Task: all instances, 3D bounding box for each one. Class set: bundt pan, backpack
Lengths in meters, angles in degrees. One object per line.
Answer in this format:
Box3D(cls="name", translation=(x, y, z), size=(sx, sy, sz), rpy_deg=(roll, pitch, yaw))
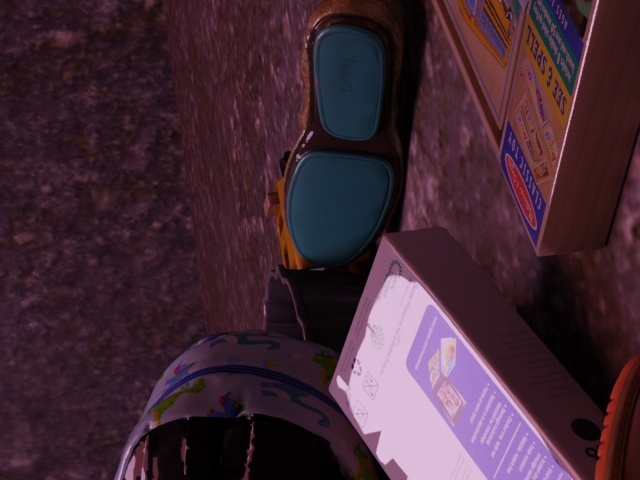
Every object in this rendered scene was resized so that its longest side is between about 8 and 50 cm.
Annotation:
Box3D(cls="bundt pan", translation=(0.028, 0.183, 1.695), size=(0.331, 0.124, 0.331), rpy_deg=(174, 90, -79))
Box3D(cls="backpack", translation=(-0.064, 0.255, 1.439), size=(0.273, 0.290, 0.355), rpy_deg=(-70, -18, -47))

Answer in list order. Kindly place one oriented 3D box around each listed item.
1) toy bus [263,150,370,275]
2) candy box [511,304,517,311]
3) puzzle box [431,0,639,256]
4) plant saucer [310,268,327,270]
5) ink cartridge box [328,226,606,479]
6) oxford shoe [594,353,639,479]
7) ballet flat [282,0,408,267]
Box3D(cls="toy bus", translation=(-0.009, -0.039, 1.804), size=(0.202, 0.104, 0.191), rpy_deg=(-123, 28, -65))
Box3D(cls="candy box", translation=(0.119, 0.213, 1.343), size=(0.183, 0.087, 0.316), rpy_deg=(166, 98, -79))
Box3D(cls="puzzle box", translation=(0.133, -0.226, 1.118), size=(0.272, 0.052, 0.409), rpy_deg=(94, 164, -46))
Box3D(cls="plant saucer", translation=(0.000, 0.000, 1.993), size=(0.119, 0.021, 0.119), rpy_deg=(173, 90, -79))
Box3D(cls="ink cartridge box", translation=(0.125, 0.155, 1.134), size=(0.333, 0.065, 0.165), rpy_deg=(55, 138, 39))
Box3D(cls="oxford shoe", translation=(0.231, 0.200, 0.793), size=(0.133, 0.130, 0.364), rpy_deg=(-38, 44, 38))
Box3D(cls="ballet flat", translation=(0.031, -0.120, 1.587), size=(0.348, 0.123, 0.123), rpy_deg=(95, 164, -48))
